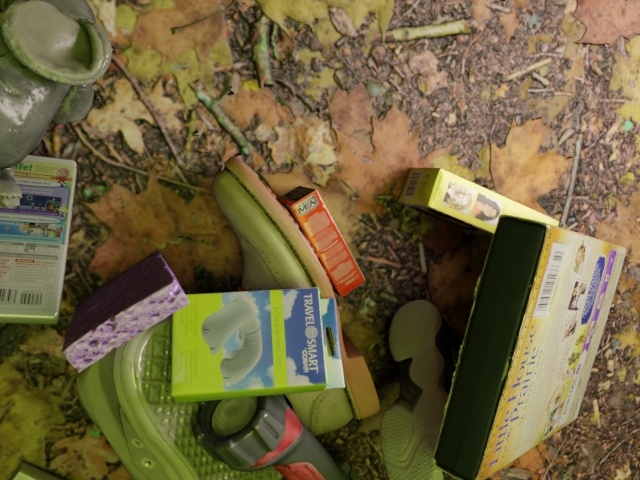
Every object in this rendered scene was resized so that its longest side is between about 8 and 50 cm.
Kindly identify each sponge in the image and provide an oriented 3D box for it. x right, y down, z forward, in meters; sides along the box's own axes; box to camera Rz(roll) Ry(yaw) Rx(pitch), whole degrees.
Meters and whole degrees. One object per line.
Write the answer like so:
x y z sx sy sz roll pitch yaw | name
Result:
-0.209 0.066 0.606 0.117 0.210 0.031 -34 107 -13 | sponge

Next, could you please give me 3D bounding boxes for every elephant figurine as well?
-0.288 -0.192 0.573 0.239 0.169 0.186 -39 140 -26 | elephant figurine

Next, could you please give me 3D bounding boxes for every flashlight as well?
-0.038 0.283 0.699 0.103 0.103 0.304 -18 127 14 | flashlight

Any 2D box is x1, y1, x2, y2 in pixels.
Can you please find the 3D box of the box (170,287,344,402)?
-0.065 0.109 0.601 0.178 0.042 0.109 -3 67 -6 | box

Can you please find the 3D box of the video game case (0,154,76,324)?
-0.373 -0.011 0.577 0.212 0.023 0.193 5 62 -21 | video game case

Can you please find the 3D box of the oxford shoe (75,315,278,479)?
-0.164 0.285 0.715 0.169 0.130 0.449 -53 131 -52 | oxford shoe

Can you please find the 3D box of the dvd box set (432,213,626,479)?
0.311 0.136 0.782 0.420 0.062 0.308 5 100 -51 | dvd box set

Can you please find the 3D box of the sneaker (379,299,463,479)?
0.167 0.227 0.786 0.153 0.101 0.269 31 53 -38 | sneaker

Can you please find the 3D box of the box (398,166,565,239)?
0.234 -0.039 0.818 0.232 0.087 0.058 19 90 -21 | box

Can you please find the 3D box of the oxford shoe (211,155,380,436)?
-0.055 0.092 0.709 0.146 0.140 0.397 -27 106 -8 | oxford shoe

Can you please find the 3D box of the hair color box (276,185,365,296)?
0.000 0.000 0.746 0.043 0.072 0.141 -32 108 -12 | hair color box

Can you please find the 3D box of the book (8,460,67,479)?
-0.337 0.352 0.706 0.144 0.035 0.096 37 89 -21 | book
